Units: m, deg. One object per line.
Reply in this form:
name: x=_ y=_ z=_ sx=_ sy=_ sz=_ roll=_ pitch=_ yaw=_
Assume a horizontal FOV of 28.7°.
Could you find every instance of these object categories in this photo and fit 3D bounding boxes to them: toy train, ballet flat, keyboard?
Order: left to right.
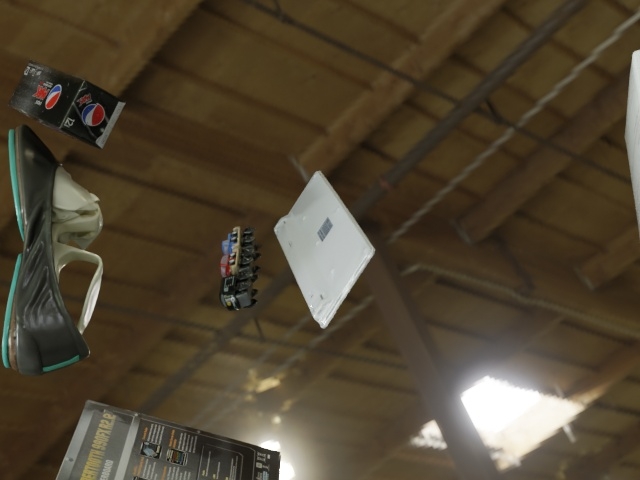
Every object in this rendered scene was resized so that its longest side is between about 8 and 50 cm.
ballet flat: x=-0.270 y=0.007 z=1.277 sx=0.096 sy=0.281 sz=0.095 roll=-3 pitch=-26 yaw=-7
toy train: x=-0.076 y=0.025 z=1.168 sx=0.036 sy=0.158 sz=0.027 roll=-16 pitch=-68 yaw=6
keyboard: x=0.000 y=0.000 z=1.049 sx=0.014 sy=0.256 sz=0.072 roll=36 pitch=-82 yaw=-18

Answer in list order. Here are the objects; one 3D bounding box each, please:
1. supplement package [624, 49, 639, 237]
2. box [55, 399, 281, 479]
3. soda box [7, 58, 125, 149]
supplement package: x=0.228 y=-0.006 z=0.674 sx=0.105 sy=0.179 sz=0.105 roll=-5 pitch=-23 yaw=8
box: x=-0.126 y=0.222 z=1.010 sx=0.183 sy=0.231 sz=0.056 roll=16 pitch=-74 yaw=-6
soda box: x=-0.272 y=-0.145 z=1.330 sx=0.053 sy=0.169 sz=0.060 roll=28 pitch=-92 yaw=-34
